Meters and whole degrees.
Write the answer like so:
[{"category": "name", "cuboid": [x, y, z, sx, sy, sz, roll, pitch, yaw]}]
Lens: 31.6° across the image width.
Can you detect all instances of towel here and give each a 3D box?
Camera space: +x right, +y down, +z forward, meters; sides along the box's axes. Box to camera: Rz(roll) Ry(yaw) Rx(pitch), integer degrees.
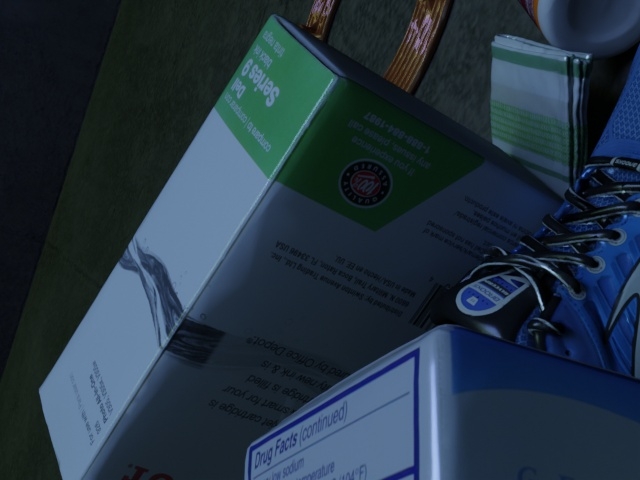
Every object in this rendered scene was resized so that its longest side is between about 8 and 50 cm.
[{"category": "towel", "cuboid": [0.147, -0.057, 0.754, 0.113, 0.023, 0.152, -137, 40, -66]}]

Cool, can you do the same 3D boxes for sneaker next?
[{"category": "sneaker", "cuboid": [0.149, 0.028, 0.601, 0.130, 0.147, 0.330, 13, 85, 66]}]

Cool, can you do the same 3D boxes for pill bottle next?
[{"category": "pill bottle", "cuboid": [0.171, -0.195, 0.784, 0.086, 0.086, 0.152, -59, 26, 29]}]

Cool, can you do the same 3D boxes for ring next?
[{"category": "ring", "cuboid": [0.042, -0.233, 1.163, 0.336, 0.032, 0.337, -45, 36, 46]}]

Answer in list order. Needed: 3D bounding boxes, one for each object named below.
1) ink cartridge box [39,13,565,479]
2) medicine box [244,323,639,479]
[{"category": "ink cartridge box", "cuboid": [-0.010, 0.043, 0.701, 0.289, 0.211, 0.121, -56, 35, 12]}, {"category": "medicine box", "cuboid": [0.110, 0.212, 0.412, 0.149, 0.263, 0.289, -39, 40, 50]}]
